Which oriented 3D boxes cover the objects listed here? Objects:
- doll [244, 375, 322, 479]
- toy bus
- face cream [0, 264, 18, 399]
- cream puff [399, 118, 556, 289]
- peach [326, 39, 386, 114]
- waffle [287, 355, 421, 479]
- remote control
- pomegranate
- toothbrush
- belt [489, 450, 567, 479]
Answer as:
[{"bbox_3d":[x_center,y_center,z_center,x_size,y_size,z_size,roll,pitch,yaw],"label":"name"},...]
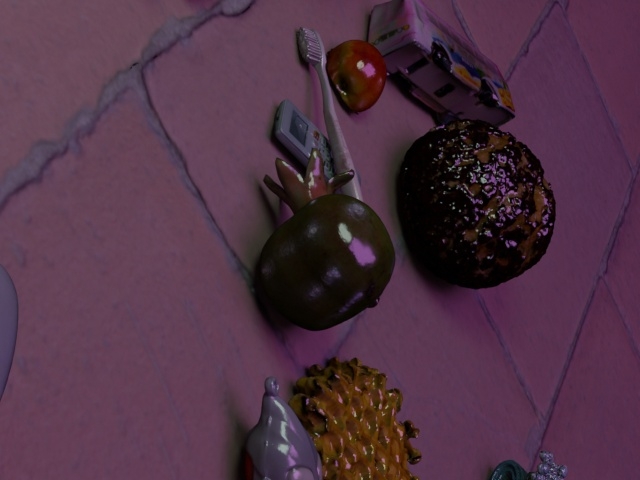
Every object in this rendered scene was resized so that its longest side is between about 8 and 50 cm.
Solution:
[{"bbox_3d":[-0.037,0.248,1.222,0.102,0.075,0.227,-15,100,-74],"label":"doll"},{"bbox_3d":[0.170,-0.245,1.737,0.274,0.090,0.112,28,47,-48],"label":"toy bus"},{"bbox_3d":[-0.357,0.027,0.830,0.337,0.080,0.163,34,50,-44],"label":"face cream"},{"bbox_3d":[0.218,-0.052,1.652,0.239,0.165,0.239,24,58,-47],"label":"cream puff"},{"bbox_3d":[0.056,-0.218,1.578,0.098,0.061,0.098,25,55,-41],"label":"peach"},{"bbox_3d":[0.045,0.241,1.370,0.232,0.051,0.228,-19,89,-58],"label":"waffle"},{"bbox_3d":[-0.002,-0.097,1.466,0.162,0.029,0.061,44,34,-32],"label":"remote control"},{"bbox_3d":[0.000,0.000,1.335,0.131,0.152,0.191,18,40,-45],"label":"pomegranate"},{"bbox_3d":[0.015,-0.132,1.464,0.030,0.025,0.307,15,52,-45],"label":"toothbrush"},{"bbox_3d":[0.260,0.370,1.590,0.065,0.100,0.179,43,46,-33],"label":"belt"}]
